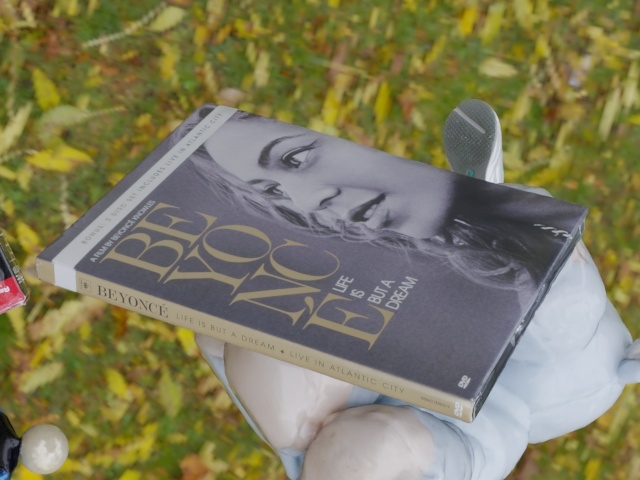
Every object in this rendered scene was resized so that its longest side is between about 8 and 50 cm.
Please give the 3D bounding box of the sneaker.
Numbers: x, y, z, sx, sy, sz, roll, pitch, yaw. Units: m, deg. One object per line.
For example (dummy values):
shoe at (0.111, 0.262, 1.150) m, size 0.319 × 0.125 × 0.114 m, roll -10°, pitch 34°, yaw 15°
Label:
sneaker at (0.117, -0.028, 1.102) m, size 0.061 × 0.054 × 0.152 m, roll 15°, pitch 85°, yaw -68°

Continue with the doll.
doll at (-0.278, 0.145, 1.047) m, size 0.189 × 0.129 × 0.046 m, roll 3°, pitch 131°, yaw -10°

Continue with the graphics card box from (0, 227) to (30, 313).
graphics card box at (-0.489, -0.057, 1.534) m, size 0.233 × 0.094 × 0.370 m, roll -25°, pitch 96°, yaw -4°

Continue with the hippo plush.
hippo plush at (0.096, 0.104, 0.857) m, size 0.237 × 0.234 × 0.294 m, roll -33°, pitch 121°, yaw -9°

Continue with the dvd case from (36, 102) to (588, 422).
dvd case at (0.000, 0.000, 0.703) m, size 0.164 × 0.221 × 0.018 m, roll -50°, pitch 149°, yaw -47°
